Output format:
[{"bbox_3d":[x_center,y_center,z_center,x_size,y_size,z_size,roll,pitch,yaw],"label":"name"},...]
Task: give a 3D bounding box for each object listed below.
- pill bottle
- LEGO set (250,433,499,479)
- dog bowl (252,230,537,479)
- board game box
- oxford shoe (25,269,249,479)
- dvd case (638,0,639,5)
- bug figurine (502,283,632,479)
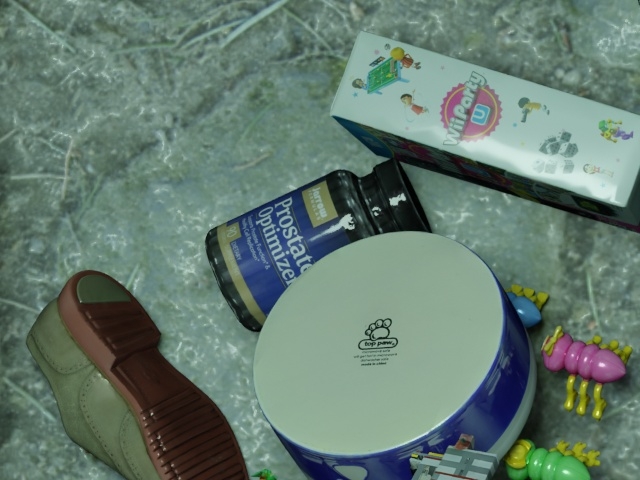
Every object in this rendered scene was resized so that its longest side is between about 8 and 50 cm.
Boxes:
[{"bbox_3d":[0.000,0.000,1.819,0.219,0.123,0.123,-26,76,8],"label":"pill bottle"},{"bbox_3d":[0.072,0.307,1.593,0.255,0.331,0.192,1,41,35],"label":"LEGO set"},{"bbox_3d":[0.071,0.124,1.684,0.265,0.104,0.265,-14,49,16],"label":"dog bowl"},{"bbox_3d":[0.187,-0.105,1.741,0.303,0.224,0.097,19,88,16],"label":"board game box"},{"bbox_3d":[-0.193,0.204,1.854,0.130,0.123,0.348,-41,74,31],"label":"oxford shoe"},{"bbox_3d":[0.435,-0.362,1.825,0.238,0.029,0.179,-13,78,10],"label":"dvd case"},{"bbox_3d":[0.189,0.158,1.721,0.216,0.072,0.279,12,65,28],"label":"bug figurine"}]
